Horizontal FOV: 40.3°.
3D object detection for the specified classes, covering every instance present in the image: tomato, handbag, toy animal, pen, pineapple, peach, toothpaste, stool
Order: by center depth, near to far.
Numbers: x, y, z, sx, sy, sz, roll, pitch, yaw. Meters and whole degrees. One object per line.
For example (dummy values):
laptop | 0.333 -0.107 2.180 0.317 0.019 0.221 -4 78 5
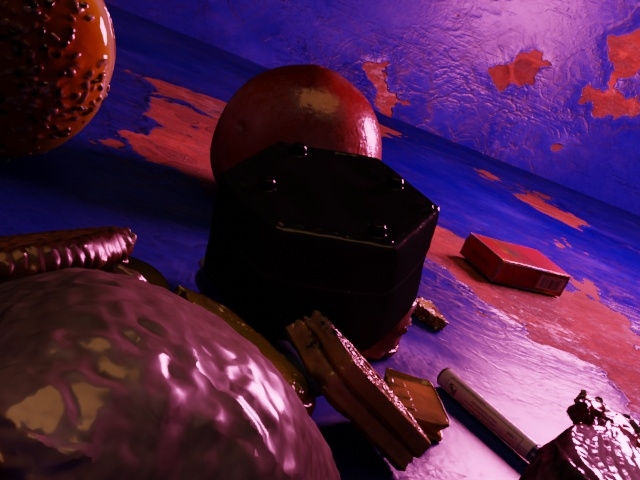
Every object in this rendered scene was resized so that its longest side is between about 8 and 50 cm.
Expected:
toy animal | -0.110 0.118 0.477 0.227 0.188 0.358 30 -14 18
peach | -0.086 0.118 0.711 0.172 0.092 0.127 36 10 32
stool | 0.000 0.000 0.903 0.232 0.141 0.232 10 31 -6
handbag | 0.096 0.170 0.904 0.061 0.027 0.083 20 18 -15
toothpaste | -0.079 0.087 0.909 0.069 0.047 0.268 24 16 -36
pen | 0.201 0.205 0.941 0.025 0.025 0.204 7 24 -43
pineapple | 0.146 0.098 1.208 0.045 0.019 0.083 23 15 -20
tomato | -0.032 -0.149 1.342 0.265 0.264 0.265 21 17 -7

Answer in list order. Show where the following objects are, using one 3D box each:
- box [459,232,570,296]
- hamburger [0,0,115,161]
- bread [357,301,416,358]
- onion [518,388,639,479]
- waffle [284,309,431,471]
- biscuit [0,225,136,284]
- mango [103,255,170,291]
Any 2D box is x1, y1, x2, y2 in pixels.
box | 0.352 0.046 1.579 0.175 0.048 0.112 13 21 -31
hamburger | -0.400 -0.234 1.073 0.300 0.300 0.176 16 29 -23
bread | 0.036 0.073 1.044 0.161 0.073 0.160 22 17 -7
onion | 0.230 0.247 0.630 0.267 0.159 0.348 33 9 -6
waffle | 0.034 0.135 0.792 0.148 0.042 0.102 50 1 -32
biscuit | -0.282 0.026 0.617 0.305 0.038 0.305 -7 4 1
mango | -0.199 0.048 0.824 0.103 0.076 0.161 22 7 20
